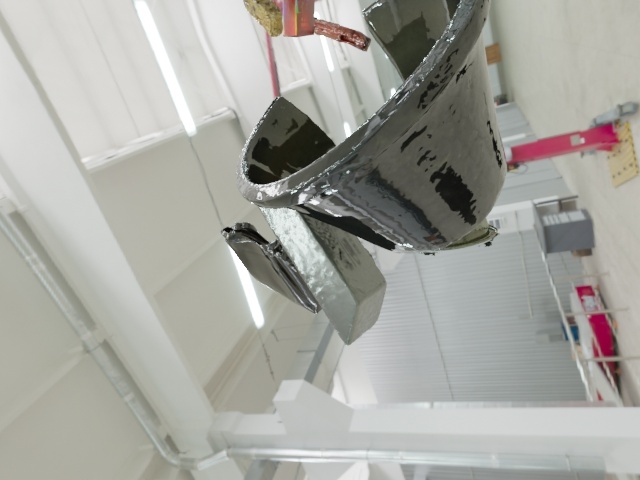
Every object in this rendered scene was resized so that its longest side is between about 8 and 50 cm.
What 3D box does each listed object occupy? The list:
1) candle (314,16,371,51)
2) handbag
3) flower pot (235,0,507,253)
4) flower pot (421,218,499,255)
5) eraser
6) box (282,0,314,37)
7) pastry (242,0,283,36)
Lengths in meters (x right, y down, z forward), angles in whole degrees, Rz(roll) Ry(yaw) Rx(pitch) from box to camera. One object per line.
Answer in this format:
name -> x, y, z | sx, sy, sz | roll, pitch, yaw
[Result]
candle -> 0.048, -0.707, 1.423 | 0.059, 0.301, 0.084 | -58, -33, 8
handbag -> -0.114, 0.060, 1.113 | 0.114, 0.285, 0.257 | -54, -45, -15
flower pot -> 0.097, -0.127, 0.570 | 0.251, 0.379, 0.380 | 43, -140, -30
flower pot -> 0.357, -0.115, 1.236 | 0.290, 0.289, 0.260 | -38, -63, -64
eraser -> 0.001, 0.000, 0.733 | 0.353, 0.077, 0.111 | 57, -146, 8
box -> -0.058, -0.660, 1.157 | 0.112, 0.048, 0.175 | -45, -36, -50
pastry -> -0.142, -0.565, 1.028 | 0.140, 0.056, 0.080 | 54, 162, 25
